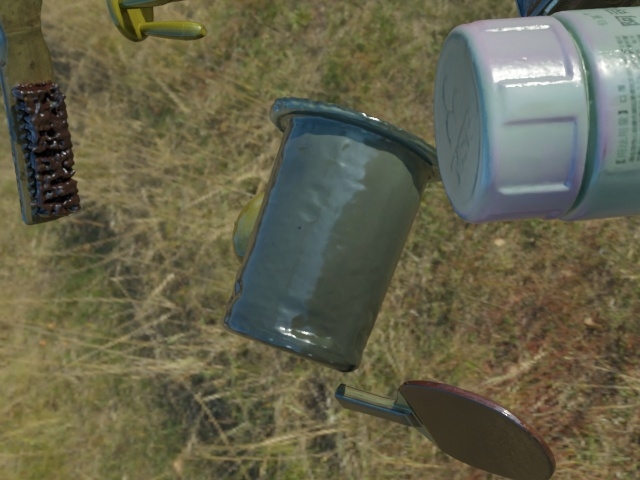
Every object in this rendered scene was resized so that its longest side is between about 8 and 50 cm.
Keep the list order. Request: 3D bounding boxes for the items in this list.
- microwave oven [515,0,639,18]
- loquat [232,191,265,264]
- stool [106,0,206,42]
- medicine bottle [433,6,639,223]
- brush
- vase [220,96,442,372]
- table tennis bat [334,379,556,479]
[{"bbox_3d":[0.367,-0.369,1.183,0.205,0.163,0.129,129,135,-61],"label":"microwave oven"},{"bbox_3d":[-0.073,-0.018,1.602,0.152,0.152,0.195,-22,26,40],"label":"loquat"},{"bbox_3d":[-0.220,-0.336,1.229,0.110,0.134,0.135,-6,106,22],"label":"stool"},{"bbox_3d":[0.166,-0.077,0.561,0.135,0.168,0.135,174,90,-84],"label":"medicine bottle"},{"bbox_3d":[-0.202,-0.128,0.624,0.036,0.043,0.248,18,119,41],"label":"brush"},{"bbox_3d":[0.000,0.000,1.107,0.245,0.245,0.291,12,78,48],"label":"vase"},{"bbox_3d":[0.137,0.217,1.058,0.301,0.173,0.022,7,51,44],"label":"table tennis bat"}]
